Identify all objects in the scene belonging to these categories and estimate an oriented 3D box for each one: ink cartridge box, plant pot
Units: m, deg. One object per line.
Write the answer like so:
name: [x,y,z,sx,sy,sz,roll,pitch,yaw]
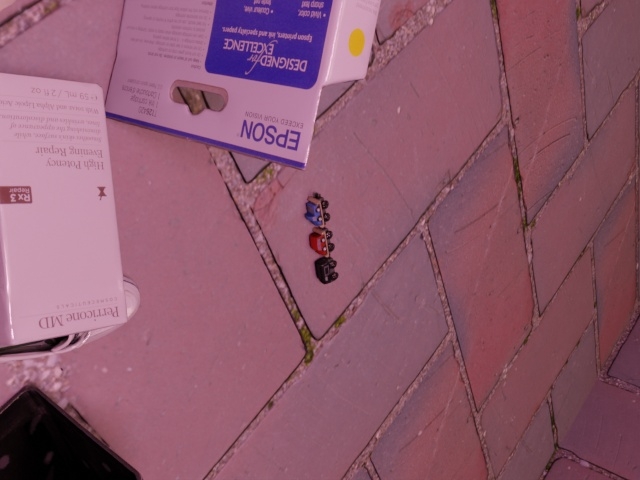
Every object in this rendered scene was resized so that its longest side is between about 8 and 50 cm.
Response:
ink cartridge box: [-0.073,-0.241,0.655,0.072,0.304,0.307,-2,107,-49]
plant pot: [-0.287,0.303,0.730,0.188,0.188,0.167,-46,147,-29]

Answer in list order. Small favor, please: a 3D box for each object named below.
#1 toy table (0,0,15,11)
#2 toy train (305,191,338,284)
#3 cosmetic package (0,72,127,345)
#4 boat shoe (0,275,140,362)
toy table: [-0.333,-0.119,0.431,0.252,0.161,0.274,-57,162,-20]
toy train: [0.000,0.000,1.067,0.036,0.027,0.158,-27,126,-28]
cosmetic package: [-0.256,-0.026,0.644,0.117,0.086,0.230,-7,89,-49]
boat shoe: [-0.274,0.089,0.730,0.226,0.076,0.083,-14,116,-47]
